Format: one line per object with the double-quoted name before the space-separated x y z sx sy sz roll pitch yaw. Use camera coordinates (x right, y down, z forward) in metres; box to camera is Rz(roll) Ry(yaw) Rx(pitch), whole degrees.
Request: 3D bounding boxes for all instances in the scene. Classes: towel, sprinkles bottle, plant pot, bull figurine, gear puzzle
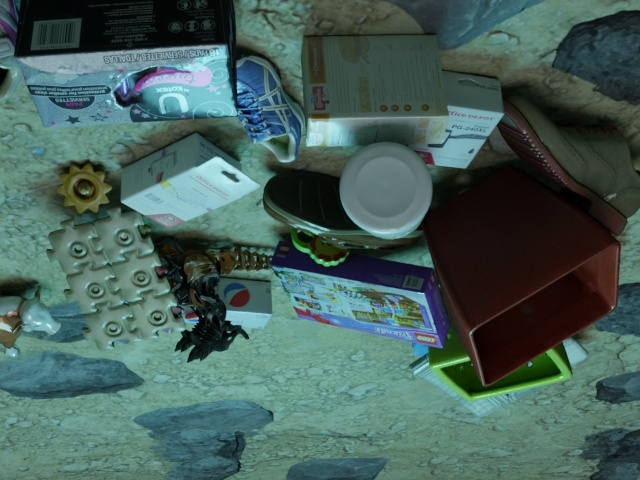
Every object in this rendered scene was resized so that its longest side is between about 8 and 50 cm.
"towel" 0.399 0.268 2.280 0.312 0.056 0.324 -34 136 19
"sprinkles bottle" 0.098 -0.063 1.512 0.121 0.121 0.355 -7 178 4
"plant pot" 0.311 0.040 1.725 0.267 0.235 0.267 -30 151 -2
"plant pot" 0.338 0.165 2.025 0.227 0.207 0.228 -17 147 20
"bull figurine" -0.645 0.165 2.008 0.311 0.101 0.188 -3 152 -2
"gear puzzle" -0.351 0.023 1.721 0.176 0.044 0.338 -15 117 5

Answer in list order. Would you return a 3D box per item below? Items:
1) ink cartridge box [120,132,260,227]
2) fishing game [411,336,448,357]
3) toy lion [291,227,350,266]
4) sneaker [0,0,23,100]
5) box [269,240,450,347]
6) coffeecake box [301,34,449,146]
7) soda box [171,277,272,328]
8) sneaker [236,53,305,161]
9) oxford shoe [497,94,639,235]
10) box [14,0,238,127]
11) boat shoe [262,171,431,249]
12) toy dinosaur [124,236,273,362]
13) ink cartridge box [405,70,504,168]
"ink cartridge box" -0.202 -0.098 1.640 0.198 0.067 0.115 -20 147 29
"fishing game" 0.292 0.240 2.307 0.189 0.041 0.264 3 147 0
"toy lion" 0.000 0.000 1.806 0.100 0.096 0.034 1 150 -7
"sneaker" -0.416 -0.262 1.281 0.103 0.111 0.252 -7 150 4
"box" 0.073 0.097 1.875 0.293 0.057 0.201 10 150 22
"coffeecake box" 0.070 -0.203 1.414 0.186 0.142 0.068 -1 150 -4
"soda box" -0.203 0.116 2.004 0.216 0.073 0.069 7 149 -17
"sneaker" -0.082 -0.188 1.483 0.080 0.081 0.211 -18 146 25
"oxford shoe" 0.396 -0.143 1.629 0.348 0.123 0.130 34 98 -39
"box" -0.229 -0.243 1.286 0.247 0.163 0.142 -4 149 1
"boat shoe" 0.035 -0.031 1.742 0.307 0.110 0.104 11 146 -24
"toy dinosaur" -0.224 0.091 1.865 0.322 0.218 0.164 -14 -173 6
"ink cartridge box" 0.192 -0.177 1.554 0.109 0.063 0.150 6 150 -14
